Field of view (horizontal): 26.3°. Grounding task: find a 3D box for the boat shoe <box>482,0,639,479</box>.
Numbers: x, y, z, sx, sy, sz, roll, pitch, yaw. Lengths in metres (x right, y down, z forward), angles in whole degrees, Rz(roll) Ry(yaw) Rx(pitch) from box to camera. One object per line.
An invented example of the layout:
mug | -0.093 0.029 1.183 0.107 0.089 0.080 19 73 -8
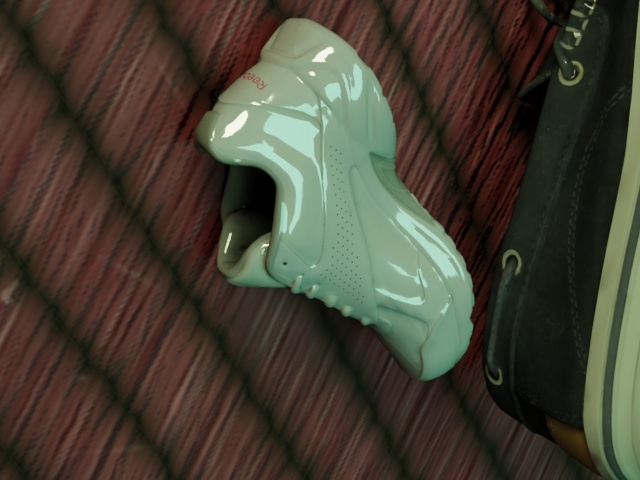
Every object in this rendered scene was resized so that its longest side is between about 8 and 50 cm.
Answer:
boat shoe | 0.206 -0.103 0.830 0.187 0.156 0.500 15 86 -39

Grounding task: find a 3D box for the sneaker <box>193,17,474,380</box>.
sneaker | 0.000 0.000 0.741 0.115 0.090 0.232 -38 121 -15
